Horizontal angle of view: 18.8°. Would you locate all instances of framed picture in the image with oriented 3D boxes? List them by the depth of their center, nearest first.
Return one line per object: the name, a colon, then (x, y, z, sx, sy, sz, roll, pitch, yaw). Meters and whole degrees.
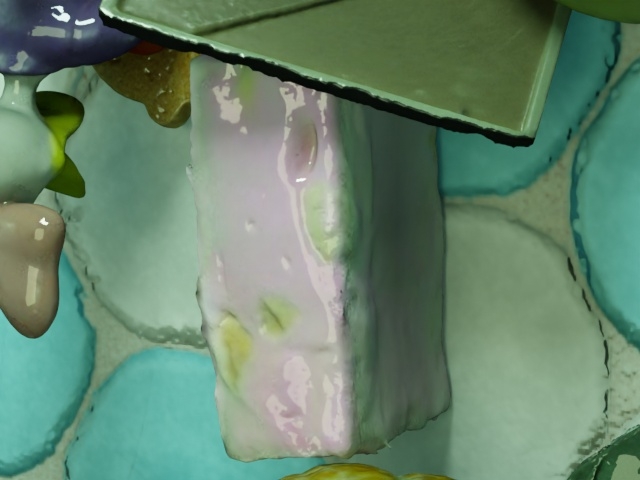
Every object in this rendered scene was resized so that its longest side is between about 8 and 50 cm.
framed picture: (0.021, -0.168, 1.148, 0.265, 0.192, 0.018, 17, 150, 4)

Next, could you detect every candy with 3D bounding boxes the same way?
candy: (0.000, 0.000, 1.223, 0.115, 0.155, 0.265, 0, 97, 25)

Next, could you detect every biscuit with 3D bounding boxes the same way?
biscuit: (-0.134, -0.184, 1.341, 0.225, 0.036, 0.166, 41, 107, 16)

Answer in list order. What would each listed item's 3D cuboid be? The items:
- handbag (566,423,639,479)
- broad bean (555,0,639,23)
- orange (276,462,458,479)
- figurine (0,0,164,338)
handbag: (0.301, 0.189, 1.128, 0.247, 0.079, 0.260, -36, 80, 28)
broad bean: (0.180, -0.266, 1.097, 0.238, 0.119, 0.291, -7, 85, 16)
orange: (0.033, 0.288, 1.113, 0.329, 0.249, 0.329, 0, 68, 0)
figurine: (-0.176, -0.159, 1.238, 0.154, 0.193, 0.421, 15, 101, 19)
